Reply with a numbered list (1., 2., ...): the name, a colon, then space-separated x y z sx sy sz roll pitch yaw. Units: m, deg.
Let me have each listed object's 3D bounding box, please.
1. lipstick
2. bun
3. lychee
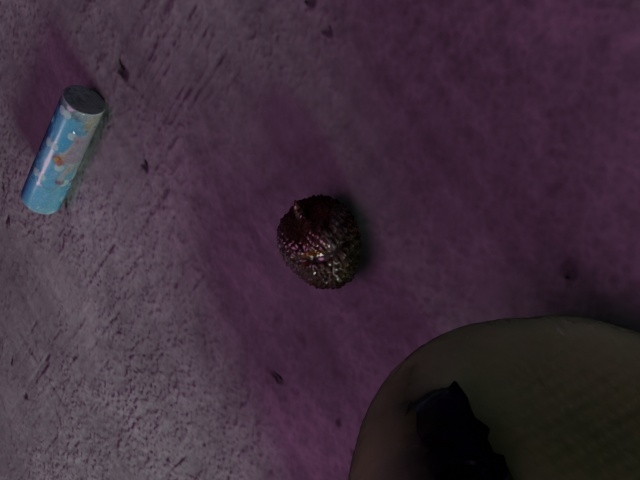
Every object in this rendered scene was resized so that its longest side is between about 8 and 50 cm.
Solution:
1. lipstick: -0.281 -0.096 0.894 0.048 0.048 0.158 53 130 18
2. bun: 0.139 0.189 0.439 0.293 0.293 0.187 45 133 24
3. lychee: 0.000 0.000 0.653 0.068 0.067 0.083 37 153 61
